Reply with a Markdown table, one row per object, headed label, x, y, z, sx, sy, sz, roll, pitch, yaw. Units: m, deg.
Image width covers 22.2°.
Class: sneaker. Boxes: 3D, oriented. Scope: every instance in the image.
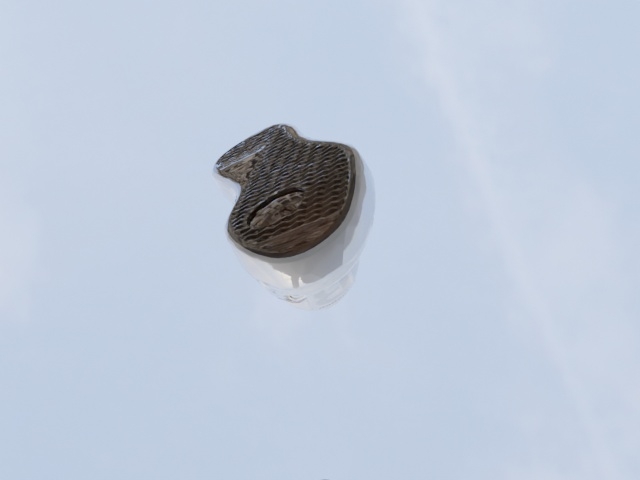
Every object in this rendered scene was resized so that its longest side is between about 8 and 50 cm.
| label | x | y | z | sx | sy | sz | roll | pitch | yaw |
| --- | --- | --- | --- | --- | --- | --- | --- | --- | --- |
| sneaker | 0.000 | 0.000 | 1.131 | 0.106 | 0.290 | 0.123 | -30 | -74 | 1 |

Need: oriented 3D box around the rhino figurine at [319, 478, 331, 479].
| label | x | y | z | sx | sy | sz | roll | pitch | yaw |
| --- | --- | --- | --- | --- | --- | --- | --- | --- | --- |
| rhino figurine | 0.065 | 0.257 | 1.012 | 0.073 | 0.243 | 0.106 | -2 | -128 | 55 |
